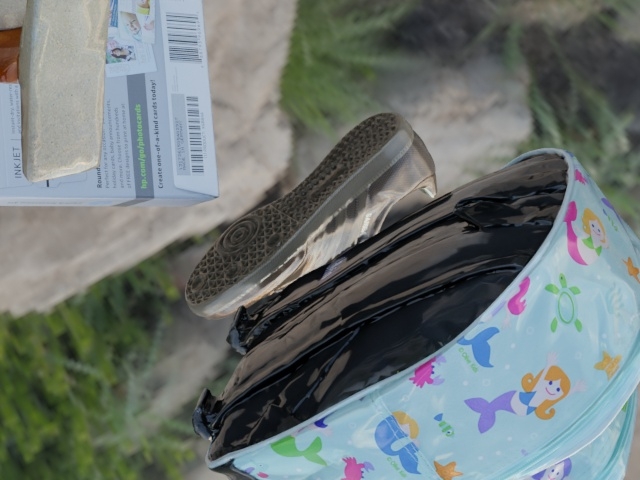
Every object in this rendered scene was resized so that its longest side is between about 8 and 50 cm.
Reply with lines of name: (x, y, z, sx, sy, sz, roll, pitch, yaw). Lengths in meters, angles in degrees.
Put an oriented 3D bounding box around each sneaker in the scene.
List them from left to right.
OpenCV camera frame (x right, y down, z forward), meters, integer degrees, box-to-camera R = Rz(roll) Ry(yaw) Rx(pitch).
sneaker: (0.000, 0.000, 1.233, 0.188, 0.066, 0.071, -40, 122, -1)

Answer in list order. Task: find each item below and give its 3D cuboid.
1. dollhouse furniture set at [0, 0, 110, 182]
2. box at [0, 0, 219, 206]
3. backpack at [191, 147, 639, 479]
dollhouse furniture set: (-0.261, -0.067, 0.833, 0.259, 0.262, 0.135, -16, 117, -44)
box: (-0.150, -0.092, 1.065, 0.186, 0.038, 0.145, -1, 82, -37)
backpack: (0.081, 0.072, 1.083, 0.253, 0.225, 0.191, -38, 104, 28)
